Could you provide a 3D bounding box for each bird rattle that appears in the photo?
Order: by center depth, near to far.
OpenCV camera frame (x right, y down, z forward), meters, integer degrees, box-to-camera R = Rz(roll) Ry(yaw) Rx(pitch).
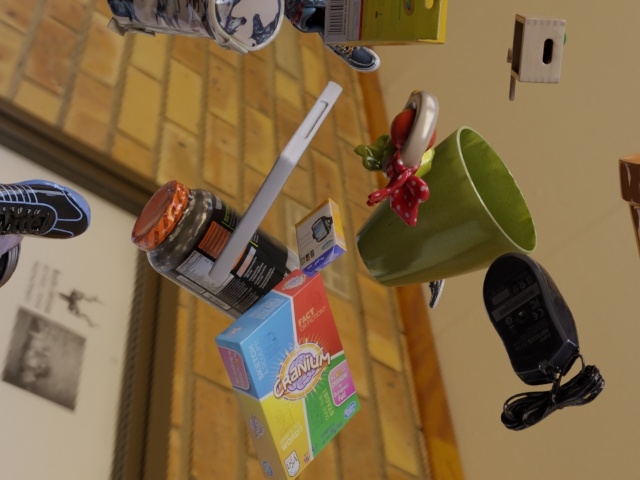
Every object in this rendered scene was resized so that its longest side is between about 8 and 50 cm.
[{"bbox_3d":[0.137,-0.157,1.704,0.253,0.143,0.207,-73,-175,-73],"label":"bird rattle"}]

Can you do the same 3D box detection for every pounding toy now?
[{"bbox_3d":[0.449,-0.379,2.098,0.206,0.094,0.181,-82,175,-73],"label":"pounding toy"}]

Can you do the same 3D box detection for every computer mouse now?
[{"bbox_3d":[0.336,0.148,1.563,0.188,0.072,0.272,-35,-122,37],"label":"computer mouse"}]

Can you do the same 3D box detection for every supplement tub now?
[{"bbox_3d":[-0.226,0.027,2.172,0.207,0.338,0.207,-41,-153,26],"label":"supplement tub"}]

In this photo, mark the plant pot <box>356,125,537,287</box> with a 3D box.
[{"bbox_3d":[0.224,-0.034,1.962,0.293,0.275,0.274,-30,-143,26],"label":"plant pot"}]

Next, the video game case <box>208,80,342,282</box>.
[{"bbox_3d":[-0.084,-0.112,1.886,0.329,0.036,0.300,-56,-176,38],"label":"video game case"}]

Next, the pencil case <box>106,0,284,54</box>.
[{"bbox_3d":[-0.245,-0.453,1.905,0.410,0.160,0.183,21,-87,46],"label":"pencil case"}]

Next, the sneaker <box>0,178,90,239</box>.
[{"bbox_3d":[-0.389,-0.033,1.223,0.081,0.232,0.090,-65,-148,22],"label":"sneaker"}]

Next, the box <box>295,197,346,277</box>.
[{"bbox_3d":[0.000,0.000,1.645,0.081,0.028,0.136,-37,-143,23],"label":"box"}]

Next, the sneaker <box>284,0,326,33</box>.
[{"bbox_3d":[-0.035,-0.506,2.133,0.125,0.262,0.104,-65,171,-45],"label":"sneaker"}]

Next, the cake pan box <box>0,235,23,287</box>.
[{"bbox_3d":[-0.610,-0.017,1.596,0.245,0.267,0.070,-56,180,24],"label":"cake pan box"}]

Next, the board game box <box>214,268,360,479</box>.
[{"bbox_3d":[-0.052,0.249,1.851,0.064,0.316,0.242,6,-146,39],"label":"board game box"}]

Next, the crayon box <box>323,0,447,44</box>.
[{"bbox_3d":[0.139,-0.470,1.889,0.318,0.081,0.202,14,-77,50],"label":"crayon box"}]

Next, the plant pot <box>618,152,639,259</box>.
[{"bbox_3d":[0.578,-0.019,1.450,0.291,0.291,0.203,-158,-115,-64],"label":"plant pot"}]

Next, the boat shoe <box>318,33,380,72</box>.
[{"bbox_3d":[0.069,-0.504,2.624,0.183,0.083,0.065,33,-91,27],"label":"boat shoe"}]

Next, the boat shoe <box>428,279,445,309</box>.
[{"bbox_3d":[0.269,0.097,2.319,0.046,0.038,0.125,59,50,-78],"label":"boat shoe"}]
